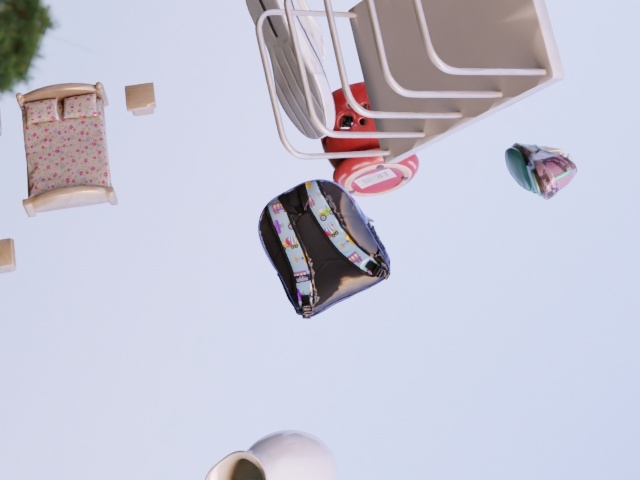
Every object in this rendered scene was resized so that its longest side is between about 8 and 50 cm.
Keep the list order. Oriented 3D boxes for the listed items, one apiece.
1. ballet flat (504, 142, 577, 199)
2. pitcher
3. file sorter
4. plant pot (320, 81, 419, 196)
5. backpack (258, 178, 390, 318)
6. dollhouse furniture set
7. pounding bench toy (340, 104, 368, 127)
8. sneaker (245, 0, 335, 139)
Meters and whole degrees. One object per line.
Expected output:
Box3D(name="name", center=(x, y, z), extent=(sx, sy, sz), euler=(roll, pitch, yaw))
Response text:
Box3D(name="ballet flat", center=(0.331, -0.107, 1.793), extent=(0.221, 0.079, 0.076), euler=(-105, 176, -79))
Box3D(name="pitcher", center=(-0.086, 0.340, 1.711), extent=(0.178, 0.207, 0.125), euler=(-23, -104, 30))
Box3D(name="file sorter", center=(0.079, -0.212, 1.287), extent=(0.278, 0.173, 0.192), euler=(-25, -105, 52))
Box3D(name="plant pot", center=(0.096, -0.188, 2.349), extent=(0.191, 0.191, 0.174), euler=(-41, -127, 50))
Box3D(name="backpack", center=(0.000, 0.000, 1.703), extent=(0.158, 0.173, 0.117), euler=(-28, -173, 9))
Box3D(name="dollhouse furniture set", center=(-0.415, -0.115, 1.793), extent=(0.174, 0.356, 0.303), euler=(86, -7, -63))
Box3D(name="pounding bench toy", center=(0.077, -0.247, 2.389), extent=(0.065, 0.083, 0.052), euler=(9, -79, 24))
Box3D(name="sneaker", center=(-0.025, -0.284, 1.846), extent=(0.094, 0.091, 0.258), euler=(-9, -76, 44))
